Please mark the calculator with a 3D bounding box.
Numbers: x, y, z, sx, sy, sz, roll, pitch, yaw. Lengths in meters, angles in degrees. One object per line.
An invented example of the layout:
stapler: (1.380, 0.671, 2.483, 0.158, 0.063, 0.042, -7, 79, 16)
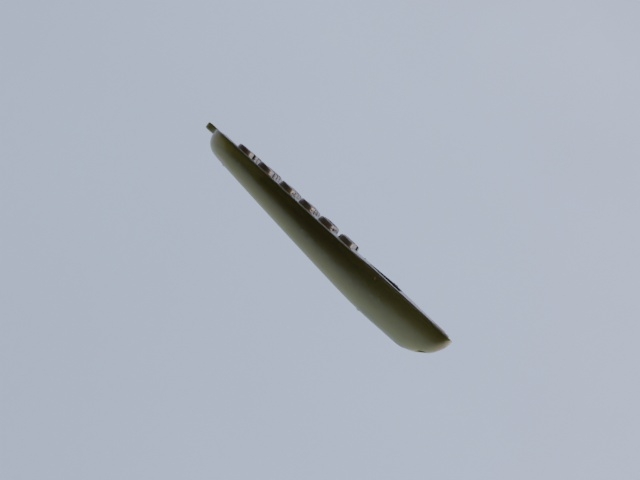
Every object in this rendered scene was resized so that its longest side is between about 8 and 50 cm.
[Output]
calculator: (0.000, 0.000, 1.428, 0.236, 0.033, 0.157, 44, -178, 3)
